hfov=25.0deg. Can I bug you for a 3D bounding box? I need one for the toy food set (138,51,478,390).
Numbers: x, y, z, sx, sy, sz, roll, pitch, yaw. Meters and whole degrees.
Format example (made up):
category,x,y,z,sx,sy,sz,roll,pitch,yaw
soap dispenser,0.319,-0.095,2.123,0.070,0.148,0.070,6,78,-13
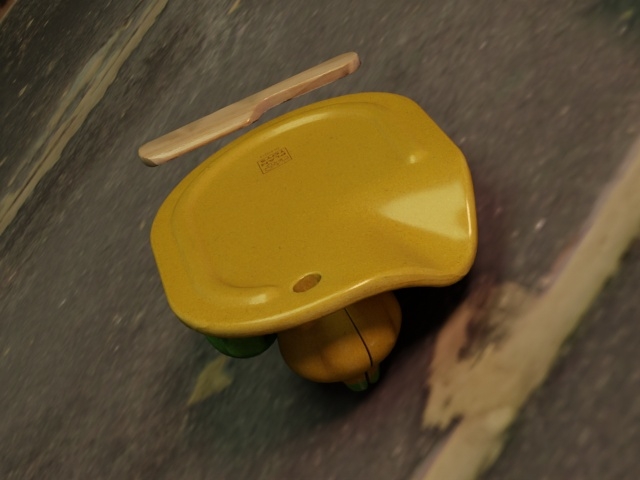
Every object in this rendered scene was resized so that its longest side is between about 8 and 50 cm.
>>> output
category,x,y,z,sx,sy,sz,roll,pitch,yaw
toy food set,0.000,0.000,0.611,0.128,0.071,0.218,-27,27,0
